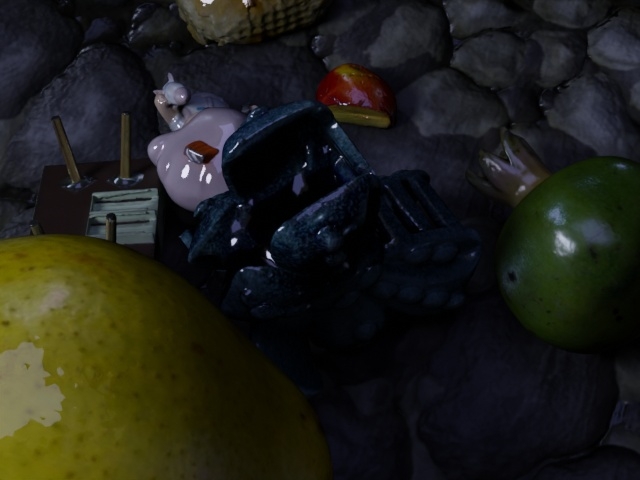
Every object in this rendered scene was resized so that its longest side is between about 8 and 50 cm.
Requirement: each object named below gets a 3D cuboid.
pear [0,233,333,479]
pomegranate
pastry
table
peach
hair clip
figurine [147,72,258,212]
[{"bbox_3d":[-0.209,0.174,1.220,0.418,0.362,0.362,5,55,-21],"label":"pear"},{"bbox_3d":[0.228,-0.008,1.412,0.187,0.187,0.225,-35,69,-18],"label":"pomegranate"},{"bbox_3d":[-0.075,-0.300,1.668,0.192,0.093,0.182,-21,56,-10],"label":"pastry"},{"bbox_3d":[-0.212,-0.024,1.438,0.121,0.111,0.240,-5,34,0],"label":"table"},{"bbox_3d":[0.037,-0.146,1.591,0.077,0.050,0.083,-30,65,-14],"label":"peach"},{"bbox_3d":[-0.003,0.005,1.379,0.206,0.310,0.194,-44,60,11],"label":"hair clip"},{"bbox_3d":[-0.104,-0.088,1.506,0.137,0.112,0.229,12,23,-24],"label":"figurine"}]
